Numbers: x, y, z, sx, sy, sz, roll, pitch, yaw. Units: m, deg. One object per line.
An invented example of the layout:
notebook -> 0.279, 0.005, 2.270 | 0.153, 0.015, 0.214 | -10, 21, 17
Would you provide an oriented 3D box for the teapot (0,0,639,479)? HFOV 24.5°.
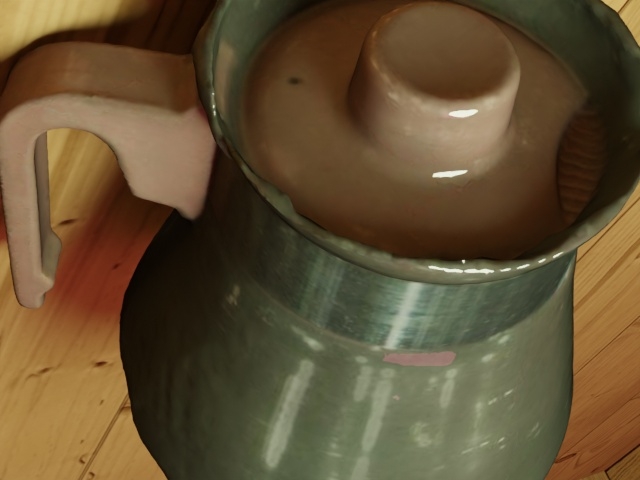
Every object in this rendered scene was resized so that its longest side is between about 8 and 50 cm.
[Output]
teapot -> 0.000, 0.000, 0.878 | 0.376, 0.305, 0.361 | 8, 142, -5
